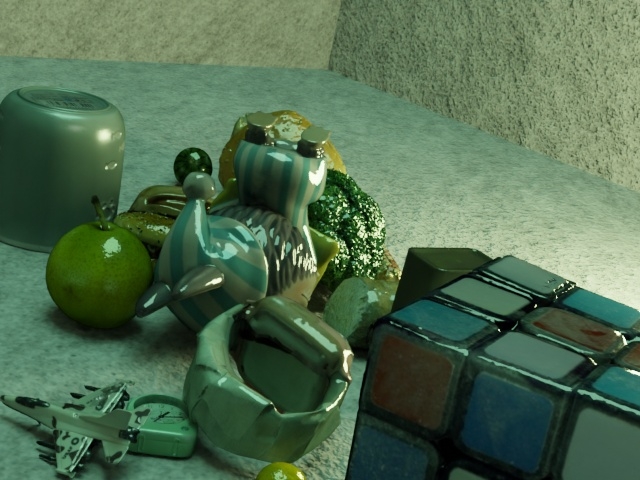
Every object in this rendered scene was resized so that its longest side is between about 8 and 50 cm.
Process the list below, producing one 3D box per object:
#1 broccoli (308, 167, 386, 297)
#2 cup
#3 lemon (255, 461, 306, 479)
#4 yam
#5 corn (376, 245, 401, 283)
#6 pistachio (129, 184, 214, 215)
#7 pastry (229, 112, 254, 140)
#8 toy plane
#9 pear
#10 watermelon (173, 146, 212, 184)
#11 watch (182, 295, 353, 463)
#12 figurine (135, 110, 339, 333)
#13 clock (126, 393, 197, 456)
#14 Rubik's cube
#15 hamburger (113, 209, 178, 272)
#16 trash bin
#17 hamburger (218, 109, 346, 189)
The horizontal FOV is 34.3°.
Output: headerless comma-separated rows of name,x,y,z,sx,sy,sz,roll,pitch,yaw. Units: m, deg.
broccoli,0.000,0.000,2.013,0.308,0.275,0.308,53,15,-21
cup,-0.519,-0.165,2.073,0.259,0.275,0.357,10,20,-9
lemon,-0.048,0.314,1.322,0.083,0.062,0.062,16,14,-35
yam,0.177,0.151,1.845,0.330,0.133,0.133,12,18,-11
corn,0.107,0.035,2.203,0.079,0.080,0.237,4,23,-23
pistachio,-0.289,-0.043,2.127,0.206,0.131,0.130,12,63,-17
pastry,-0.108,-0.174,2.527,0.236,0.170,0.256,40,12,35
toy plane,-0.321,0.238,1.356,0.234,0.082,0.160,0,42,31
pear,-0.355,0.035,1.697,0.180,0.216,0.166,19,15,35
watermelon,-0.306,-0.175,2.511,0.109,0.109,0.109,11,19,-4
watch,-0.086,0.203,1.461,0.253,0.162,0.241,33,28,30
figurine,-0.126,0.012,1.681,0.266,0.362,0.378,15,21,9
clock,-0.221,0.248,1.435,0.101,0.041,0.135,9,18,-8
Rubik's cube,0.253,0.261,1.220,0.363,0.362,0.358,24,20,28
hamburger,-0.322,-0.002,1.978,0.185,0.113,0.177,25,24,32
trash bin,0.197,0.140,1.697,0.164,0.241,0.122,-1,21,-30
hamburger,-0.081,-0.145,2.289,0.283,0.145,0.259,44,70,10
